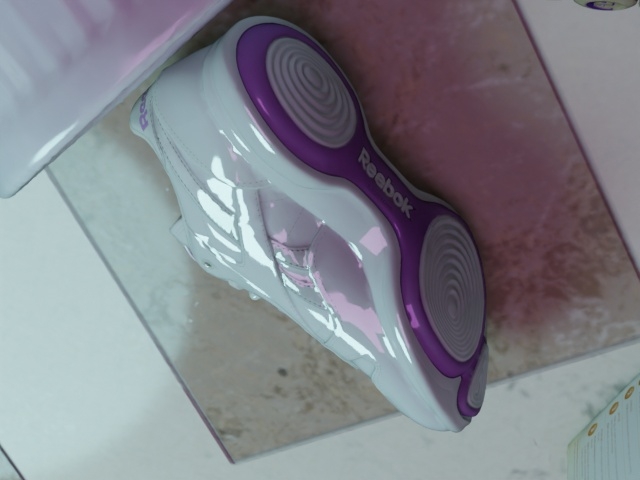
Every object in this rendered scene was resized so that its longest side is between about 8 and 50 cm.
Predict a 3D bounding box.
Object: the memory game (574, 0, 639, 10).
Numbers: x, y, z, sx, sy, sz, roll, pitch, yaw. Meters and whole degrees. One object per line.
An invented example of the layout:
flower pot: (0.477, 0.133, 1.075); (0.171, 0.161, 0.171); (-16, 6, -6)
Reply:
memory game: (0.177, -0.141, 0.750); (0.186, 0.186, 0.012); (5, 88, 8)

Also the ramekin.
ramekin: (-0.103, -0.161, 0.730); (0.277, 0.277, 0.135); (-38, 100, 27)

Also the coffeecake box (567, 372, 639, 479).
coffeecake box: (0.237, 0.133, 0.908); (0.068, 0.142, 0.185); (32, 121, -9)

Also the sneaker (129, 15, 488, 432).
sneaker: (0.000, 0.000, 0.915); (0.152, 0.114, 0.305); (-18, 116, 39)
